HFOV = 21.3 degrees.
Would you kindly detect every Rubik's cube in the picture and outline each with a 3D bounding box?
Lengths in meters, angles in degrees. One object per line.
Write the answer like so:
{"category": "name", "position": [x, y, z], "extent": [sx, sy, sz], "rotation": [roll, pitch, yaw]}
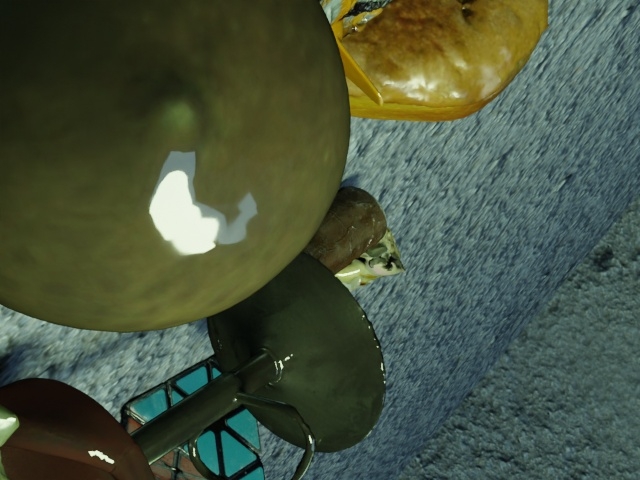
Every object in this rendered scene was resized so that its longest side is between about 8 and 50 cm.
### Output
{"category": "Rubik's cube", "position": [-0.148, 0.191, 1.935], "extent": [0.190, 0.211, 0.178], "rotation": [-13, -140, 50]}

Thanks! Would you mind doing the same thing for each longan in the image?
{"category": "longan", "position": [-0.107, -0.072, 0.883], "extent": [0.258, 0.258, 0.258], "rotation": [-41, 166, -13]}

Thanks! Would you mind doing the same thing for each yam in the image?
{"category": "yam", "position": [-0.001, 0.001, 1.746], "extent": [0.141, 0.079, 0.079], "rotation": [-35, 163, -38]}

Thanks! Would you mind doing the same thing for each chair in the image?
{"category": "chair", "position": [-0.145, 0.172, 1.518], "extent": [0.401, 0.226, 0.226], "rotation": [-29, 159, -45]}

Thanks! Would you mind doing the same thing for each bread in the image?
{"category": "bread", "position": [0.111, -0.173, 1.438], "extent": [0.260, 0.134, 0.129], "rotation": [-41, 166, -16]}

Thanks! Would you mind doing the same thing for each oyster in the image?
{"category": "oyster", "position": [0.013, 0.025, 1.882], "extent": [0.209, 0.072, 0.133], "rotation": [-16, 162, -22]}

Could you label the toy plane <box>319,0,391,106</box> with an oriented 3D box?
{"category": "toy plane", "position": [-0.024, -0.171, 1.160], "extent": [0.204, 0.103, 0.316], "rotation": [-44, 159, -11]}

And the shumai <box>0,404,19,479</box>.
{"category": "shumai", "position": [-0.286, 0.184, 1.050], "extent": [0.397, 0.324, 0.323], "rotation": [-23, 137, -45]}
